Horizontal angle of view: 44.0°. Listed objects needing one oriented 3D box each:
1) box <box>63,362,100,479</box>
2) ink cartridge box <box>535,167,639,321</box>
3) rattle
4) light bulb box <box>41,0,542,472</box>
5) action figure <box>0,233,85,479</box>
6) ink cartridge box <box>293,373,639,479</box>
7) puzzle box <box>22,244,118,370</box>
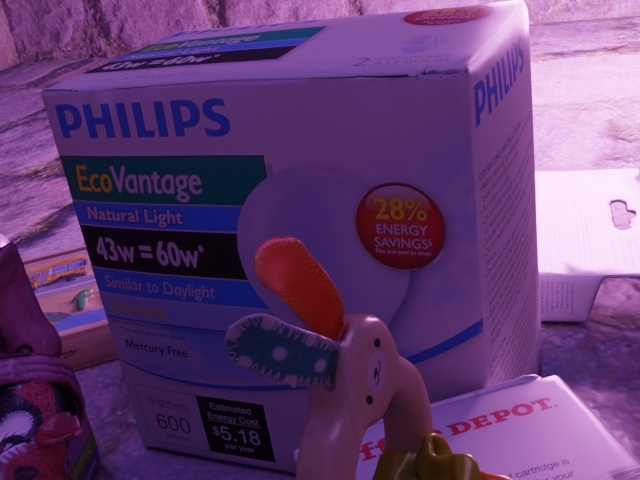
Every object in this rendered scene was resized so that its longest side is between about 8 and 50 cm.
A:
[{"bbox_3d":[-0.341,0.218,0.656,0.242,0.117,0.213,-7,24,6],"label":"box"},{"bbox_3d":[0.245,-0.004,0.992,0.330,0.072,0.324,1,26,15],"label":"ink cartridge box"},{"bbox_3d":[0.051,0.094,0.386,0.142,0.200,0.130,14,35,43],"label":"rattle"},{"bbox_3d":[0.000,0.000,0.714,0.357,0.361,0.225,2,26,24],"label":"light bulb box"},{"bbox_3d":[-0.286,0.110,0.591,0.370,0.248,0.275,21,-6,29],"label":"action figure"},{"bbox_3d":[0.118,0.225,0.469,0.211,0.122,0.289,-13,25,-7],"label":"ink cartridge box"},{"bbox_3d":[-0.336,0.083,1.027,0.408,0.052,0.272,-15,24,-11],"label":"puzzle box"}]
